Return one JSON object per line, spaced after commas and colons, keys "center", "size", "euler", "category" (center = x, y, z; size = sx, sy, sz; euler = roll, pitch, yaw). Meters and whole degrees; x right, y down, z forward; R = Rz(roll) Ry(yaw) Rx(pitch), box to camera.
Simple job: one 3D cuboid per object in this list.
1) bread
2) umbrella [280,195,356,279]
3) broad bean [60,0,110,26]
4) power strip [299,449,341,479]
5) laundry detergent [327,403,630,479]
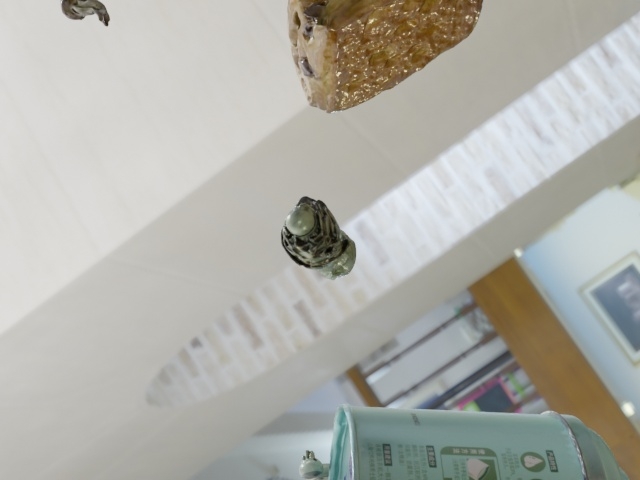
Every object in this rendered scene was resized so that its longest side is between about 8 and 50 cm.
{"center": [0.069, -0.252, 1.078], "size": [0.099, 0.235, 0.210], "euler": [54, 169, 19], "category": "bread"}
{"center": [0.000, 0.000, 0.998], "size": [0.143, 0.062, 0.067], "euler": [46, -134, -64], "category": "umbrella"}
{"center": [-0.138, -0.236, 0.736], "size": [0.075, 0.067, 0.325], "euler": [53, -149, -23], "category": "broad bean"}
{"center": [0.004, 0.277, 1.246], "size": [0.083, 0.055, 0.035], "euler": [34, -140, -50], "category": "power strip"}
{"center": [0.167, 0.323, 1.098], "size": [0.287, 0.305, 0.287], "euler": [-176, 90, -85], "category": "laundry detergent"}
